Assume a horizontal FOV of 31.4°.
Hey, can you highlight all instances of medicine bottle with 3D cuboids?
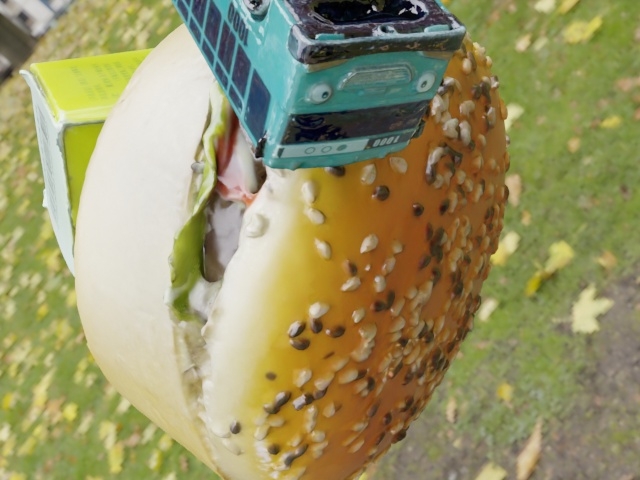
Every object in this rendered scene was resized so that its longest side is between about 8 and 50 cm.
[{"bbox_3d":[-0.100,-0.076,0.920,0.141,0.250,0.137,-127,32,-52],"label":"medicine bottle"}]

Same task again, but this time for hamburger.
[{"bbox_3d":[0.000,0.000,0.649,0.176,0.300,0.300,16,57,28],"label":"hamburger"}]

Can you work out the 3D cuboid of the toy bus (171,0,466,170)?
[{"bbox_3d":[-0.012,-0.104,0.492,0.160,0.079,0.092,59,147,37],"label":"toy bus"}]
